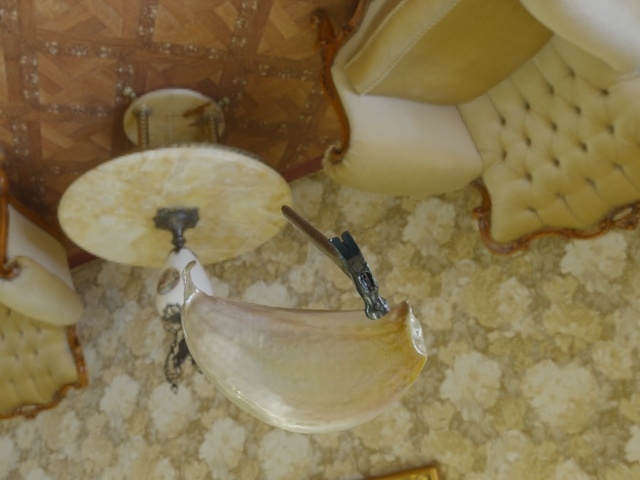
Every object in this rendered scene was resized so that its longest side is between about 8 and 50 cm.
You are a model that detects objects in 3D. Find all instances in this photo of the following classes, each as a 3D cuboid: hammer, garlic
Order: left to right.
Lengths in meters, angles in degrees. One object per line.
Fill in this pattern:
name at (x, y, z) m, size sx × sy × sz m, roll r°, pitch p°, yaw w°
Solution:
garlic at (-0.022, 0.102, 0.635) m, size 0.244 × 0.145 × 0.164 m, roll 11°, pitch 128°, yaw -9°
hammer at (0.000, 0.000, 0.511) m, size 0.017 × 0.182 × 0.062 m, roll -30°, pitch 118°, yaw -10°
